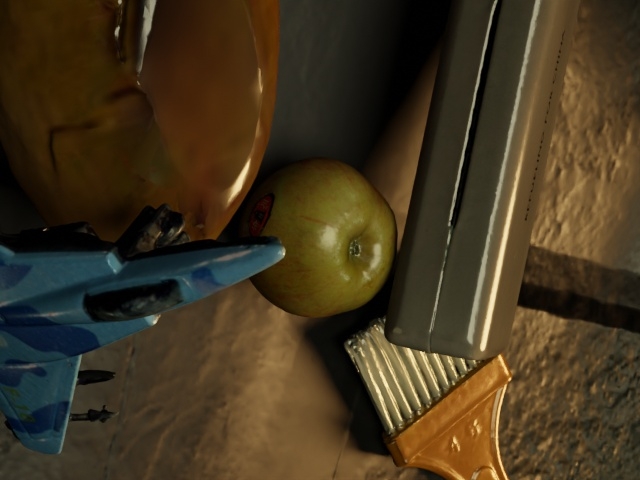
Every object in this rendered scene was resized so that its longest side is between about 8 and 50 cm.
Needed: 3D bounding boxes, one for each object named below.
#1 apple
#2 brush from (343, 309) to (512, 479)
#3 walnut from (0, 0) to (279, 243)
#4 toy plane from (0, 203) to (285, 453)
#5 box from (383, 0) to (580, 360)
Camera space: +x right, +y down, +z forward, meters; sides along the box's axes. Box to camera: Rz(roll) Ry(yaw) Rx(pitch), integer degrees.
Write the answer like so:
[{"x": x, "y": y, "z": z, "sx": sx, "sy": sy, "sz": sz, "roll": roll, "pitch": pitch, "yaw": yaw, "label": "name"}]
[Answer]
[{"x": 0.000, "y": 0.000, "z": 0.926, "sx": 0.084, "sy": 0.071, "sz": 0.084, "roll": -9, "pitch": 108, "yaw": -30, "label": "apple"}, {"x": 0.102, "y": 0.159, "z": 1.061, "sx": 0.090, "sy": 0.017, "sz": 0.314, "roll": -36, "pitch": 118, "yaw": -21, "label": "brush"}, {"x": -0.086, "y": -0.097, "z": 0.813, "sx": 0.137, "sy": 0.137, "sz": 0.245, "roll": -16, "pitch": 112, "yaw": -28, "label": "walnut"}, {"x": -0.113, "y": 0.018, "z": 0.769, "sx": 0.169, "sy": 0.246, "sz": 0.078, "roll": 58, "pitch": 32, "yaw": -26, "label": "toy plane"}, {"x": 0.089, "y": -0.061, "z": 0.945, "sx": 0.103, "sy": 0.055, "sz": 0.243, "roll": 6, "pitch": 95, "yaw": -75, "label": "box"}]
